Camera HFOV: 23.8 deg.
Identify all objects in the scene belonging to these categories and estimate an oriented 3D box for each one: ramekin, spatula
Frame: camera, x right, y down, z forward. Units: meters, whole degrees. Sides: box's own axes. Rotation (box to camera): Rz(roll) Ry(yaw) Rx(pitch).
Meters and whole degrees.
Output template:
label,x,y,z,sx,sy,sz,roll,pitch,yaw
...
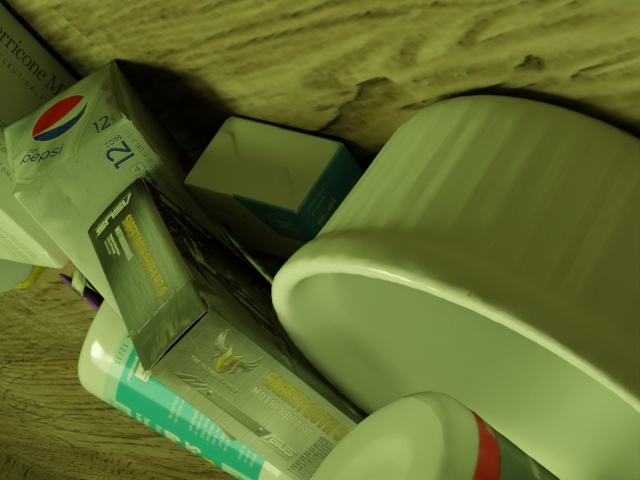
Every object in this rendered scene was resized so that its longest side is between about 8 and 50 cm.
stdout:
label,x,y,z,sx,sy,sz,roll,pitch,yaw
ramekin,0.123,0.043,0.850,0.277,0.135,0.277,27,159,11
spatula,-0.239,0.015,1.462,0.084,0.030,0.296,37,163,27

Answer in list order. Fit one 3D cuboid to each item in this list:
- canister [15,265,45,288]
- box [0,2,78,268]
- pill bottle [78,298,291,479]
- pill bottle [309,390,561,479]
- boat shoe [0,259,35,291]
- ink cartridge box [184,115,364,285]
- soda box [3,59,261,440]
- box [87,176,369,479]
label,x,y,z,sx,sy,sz,roll,pitch,yaw
canister,-0.358,0.000,1.543,0.126,0.073,0.170,42,157,-25
box,-0.265,-0.083,1.144,0.182,0.119,0.181,7,148,49
pill bottle,-0.061,0.123,1.287,0.264,0.146,0.146,29,160,10
pill bottle,0.122,0.224,0.842,0.283,0.161,0.161,38,159,-17
boat shoe,-0.334,-0.065,1.334,0.084,0.095,0.258,-120,9,-49
ink cartridge box,0.000,0.000,1.037,0.104,0.060,0.180,16,155,39
soda box,-0.105,0.014,1.096,0.286,0.098,0.091,53,-172,-36
box,-0.037,0.078,0.983,0.231,0.056,0.183,41,-173,-32
